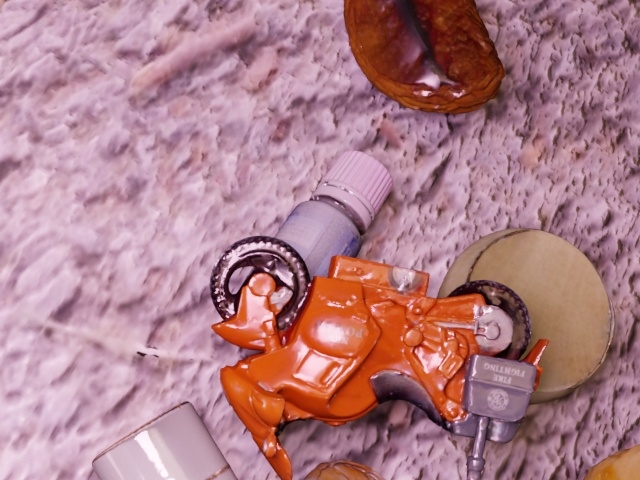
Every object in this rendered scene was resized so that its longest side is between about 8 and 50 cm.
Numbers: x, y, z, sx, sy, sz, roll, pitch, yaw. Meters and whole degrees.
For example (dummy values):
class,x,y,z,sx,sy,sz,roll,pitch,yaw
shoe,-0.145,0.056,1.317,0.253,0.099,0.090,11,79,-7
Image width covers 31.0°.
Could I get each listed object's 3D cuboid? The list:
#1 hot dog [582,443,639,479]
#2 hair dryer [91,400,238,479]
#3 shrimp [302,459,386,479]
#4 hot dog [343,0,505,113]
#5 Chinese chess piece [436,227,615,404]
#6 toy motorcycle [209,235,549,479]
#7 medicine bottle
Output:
class,x,y,z,sx,sy,sz,roll,pitch,yaw
hot dog,0.445,0.360,1.144,0.405,0.185,0.223,20,66,-9
hair dryer,-0.226,0.307,1.023,0.357,0.107,0.173,-30,82,-14
shrimp,0.032,0.325,1.046,0.178,0.075,0.289,37,26,-9
hot dog,0.116,-0.240,1.292,0.160,0.099,0.227,-9,74,-19
Chinese chess piece,0.216,0.080,1.228,0.188,0.083,0.188,5,73,-18
toy motorcycle,0.045,0.127,1.076,0.325,0.148,0.221,11,88,-6
medicine bottle,0.000,0.000,1.185,0.083,0.083,0.203,36,67,-3
